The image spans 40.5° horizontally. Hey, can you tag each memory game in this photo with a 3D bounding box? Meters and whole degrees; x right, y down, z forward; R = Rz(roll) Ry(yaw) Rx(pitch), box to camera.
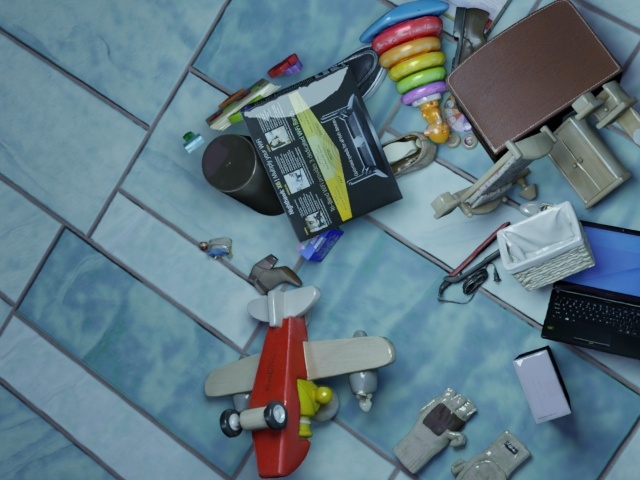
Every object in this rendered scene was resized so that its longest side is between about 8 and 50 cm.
[{"bbox_3d":[0.323,-0.293,1.935,0.186,0.012,0.186,-1,86,16],"label":"memory game"}]

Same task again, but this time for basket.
[{"bbox_3d":[0.463,0.016,1.777,0.167,0.103,0.113,-25,43,23],"label":"basket"},{"bbox_3d":[-0.165,-0.160,1.957,0.154,0.227,0.204,-35,77,11],"label":"basket"}]

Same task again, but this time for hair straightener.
[{"bbox_3d":[0.350,0.064,1.884,0.230,0.047,0.089,-42,76,10],"label":"hair straightener"}]

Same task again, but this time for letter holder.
[{"bbox_3d":[0.440,-0.332,1.826,0.302,0.152,0.214,-34,76,8],"label":"letter holder"}]

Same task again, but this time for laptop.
[{"bbox_3d":[0.592,0.097,1.764,0.234,0.264,0.136,12,126,17],"label":"laptop"}]

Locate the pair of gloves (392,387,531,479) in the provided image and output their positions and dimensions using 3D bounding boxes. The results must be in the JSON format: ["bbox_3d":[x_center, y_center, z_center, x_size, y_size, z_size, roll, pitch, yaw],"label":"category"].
[{"bbox_3d":[0.302,0.454,1.876,0.240,0.042,0.204,37,93,13],"label":"pair of gloves"}]

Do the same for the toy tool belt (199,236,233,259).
[{"bbox_3d":[-0.247,0.023,2.060,0.083,0.052,0.051,-10,75,16],"label":"toy tool belt"}]

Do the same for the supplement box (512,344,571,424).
[{"bbox_3d":[0.447,0.285,1.740,0.073,0.239,0.130,-22,81,12],"label":"supplement box"}]

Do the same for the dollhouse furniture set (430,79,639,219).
[{"bbox_3d":[0.448,-0.128,1.704,0.173,0.356,0.303,56,140,13],"label":"dollhouse furniture set"}]

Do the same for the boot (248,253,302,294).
[{"bbox_3d":[-0.109,0.092,2.024,0.118,0.042,0.087,43,104,16],"label":"boot"}]

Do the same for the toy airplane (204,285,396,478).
[{"bbox_3d":[-0.054,0.294,1.904,0.384,0.272,0.386,-48,39,-2],"label":"toy airplane"}]

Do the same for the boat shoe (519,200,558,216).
[{"bbox_3d":[0.477,-0.066,1.862,0.100,0.035,0.035,9,89,16],"label":"boat shoe"}]

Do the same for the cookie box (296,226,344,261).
[{"bbox_3d":[0.000,0.000,1.959,0.040,0.107,0.091,39,97,15],"label":"cookie box"}]

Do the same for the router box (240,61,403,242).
[{"bbox_3d":[0.003,-0.183,1.823,0.243,0.081,0.308,-23,107,2],"label":"router box"}]

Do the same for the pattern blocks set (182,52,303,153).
[{"bbox_3d":[-0.176,-0.307,1.961,0.325,0.285,0.026,-33,109,7],"label":"pattern blocks set"}]

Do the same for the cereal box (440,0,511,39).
[{"bbox_3d":[0.361,-0.592,1.926,0.173,0.047,0.240,36,97,15],"label":"cereal box"}]

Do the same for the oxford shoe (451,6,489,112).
[{"bbox_3d":[0.331,-0.387,1.877,0.096,0.083,0.227,5,104,9],"label":"oxford shoe"}]

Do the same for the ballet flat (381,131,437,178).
[{"bbox_3d":[0.106,-0.163,1.941,0.316,0.106,0.107,-27,80,13],"label":"ballet flat"}]

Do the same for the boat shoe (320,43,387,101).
[{"bbox_3d":[0.027,-0.342,1.978,0.301,0.102,0.108,-37,77,11],"label":"boat shoe"}]

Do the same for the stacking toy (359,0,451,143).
[{"bbox_3d":[0.220,-0.354,1.893,0.175,0.166,0.301,-19,89,-21],"label":"stacking toy"}]
